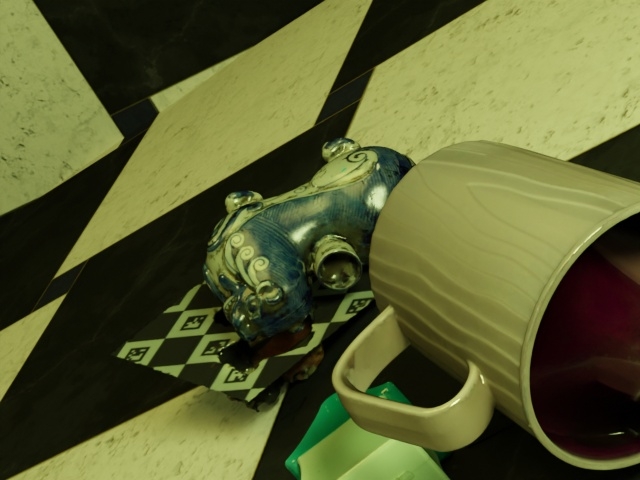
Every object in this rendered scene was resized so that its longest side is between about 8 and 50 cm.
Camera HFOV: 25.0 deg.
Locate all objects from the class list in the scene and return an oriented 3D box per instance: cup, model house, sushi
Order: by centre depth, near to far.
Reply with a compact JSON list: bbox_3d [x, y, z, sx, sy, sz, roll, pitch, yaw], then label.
[{"bbox_3d":[0.171,0.067,1.183,0.288,0.208,0.273,-59,32,0],"label":"cup"},{"bbox_3d":[0.046,0.205,1.308,0.127,0.100,0.149,-38,22,7],"label":"model house"},{"bbox_3d":[-0.065,0.102,1.756,0.294,0.059,0.292,-39,31,-28],"label":"sushi"}]

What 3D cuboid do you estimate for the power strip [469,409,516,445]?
[{"bbox_3d":[0.167,0.147,1.303,0.111,0.038,0.029,-32,23,26],"label":"power strip"}]

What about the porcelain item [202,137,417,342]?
[{"bbox_3d":[0.000,0.000,1.690,0.288,0.138,0.186,-24,37,-1],"label":"porcelain item"}]
